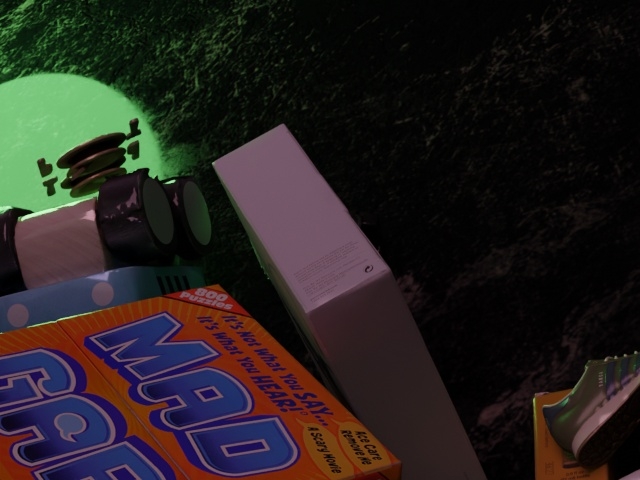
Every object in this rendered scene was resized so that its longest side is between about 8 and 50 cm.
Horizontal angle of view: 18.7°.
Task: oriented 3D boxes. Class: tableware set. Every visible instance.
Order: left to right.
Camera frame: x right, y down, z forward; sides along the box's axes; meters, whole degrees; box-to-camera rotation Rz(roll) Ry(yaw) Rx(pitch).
[{"bbox_3d":[-0.263,-0.082,2.298,0.128,0.194,0.039,-24,82,-9],"label":"tableware set"}]

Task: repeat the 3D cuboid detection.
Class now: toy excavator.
[{"bbox_3d":[-0.246,0.157,2.221,0.222,0.445,0.433,-15,-4,16],"label":"toy excavator"}]

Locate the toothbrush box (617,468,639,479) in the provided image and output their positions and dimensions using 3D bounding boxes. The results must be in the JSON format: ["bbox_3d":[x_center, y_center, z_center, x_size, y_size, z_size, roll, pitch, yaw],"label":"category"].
[{"bbox_3d":[0.235,0.355,1.719,0.283,0.122,0.206,-27,62,-6],"label":"toothbrush box"}]

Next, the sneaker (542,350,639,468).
[{"bbox_3d":[0.299,0.134,1.919,0.192,0.064,0.086,-41,43,-9],"label":"sneaker"}]

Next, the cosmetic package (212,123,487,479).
[{"bbox_3d":[0.039,0.103,1.976,0.097,0.377,0.284,-28,38,-2],"label":"cosmetic package"}]

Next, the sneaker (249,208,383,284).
[{"bbox_3d":[0.000,0.001,2.344,0.146,0.102,0.293,-27,43,-7],"label":"sneaker"}]

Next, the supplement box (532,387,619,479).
[{"bbox_3d":[0.257,0.253,1.928,0.078,0.080,0.233,-12,43,16],"label":"supplement box"}]

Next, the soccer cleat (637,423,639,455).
[{"bbox_3d":[0.395,0.228,1.876,0.108,0.116,0.318,-47,20,10],"label":"soccer cleat"}]

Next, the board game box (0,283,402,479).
[{"bbox_3d":[-0.174,0.305,1.794,0.356,0.356,0.356,-13,31,-26],"label":"board game box"}]
